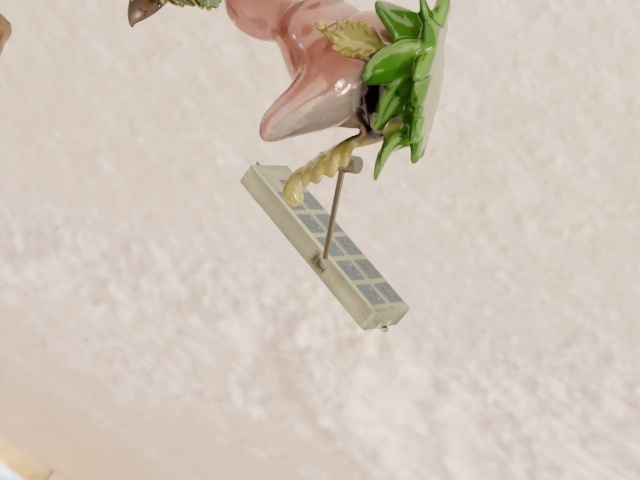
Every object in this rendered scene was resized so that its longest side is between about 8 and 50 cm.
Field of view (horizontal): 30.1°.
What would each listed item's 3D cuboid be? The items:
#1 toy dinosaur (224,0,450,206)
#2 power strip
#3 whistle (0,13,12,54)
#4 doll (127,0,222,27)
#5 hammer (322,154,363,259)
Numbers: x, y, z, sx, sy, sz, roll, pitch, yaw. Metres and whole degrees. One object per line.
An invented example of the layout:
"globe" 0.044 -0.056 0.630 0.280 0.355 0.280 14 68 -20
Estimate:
"toy dinosaur" 0.000 -0.141 0.860 0.177 0.194 0.152 11 155 10
"power strip" 0.000 0.000 1.900 0.367 0.043 0.106 50 -153 23
"whistle" -0.322 -0.115 1.025 0.107 0.220 0.057 10 143 5
"doll" -0.157 -0.261 1.173 0.113 0.078 0.077 -3 160 4
"hammer" 0.015 -0.034 1.212 0.035 0.110 0.019 9 175 31
